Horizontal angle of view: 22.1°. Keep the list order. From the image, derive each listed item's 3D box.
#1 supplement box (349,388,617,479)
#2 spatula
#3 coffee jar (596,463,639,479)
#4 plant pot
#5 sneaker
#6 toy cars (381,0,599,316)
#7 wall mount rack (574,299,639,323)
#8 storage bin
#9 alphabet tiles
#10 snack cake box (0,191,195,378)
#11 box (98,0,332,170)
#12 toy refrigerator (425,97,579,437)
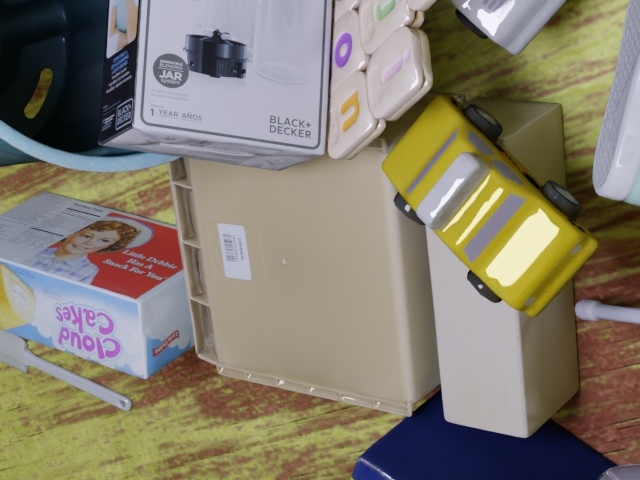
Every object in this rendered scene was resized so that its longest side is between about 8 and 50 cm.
[{"bbox_3d":[0.113,0.334,1.525,0.195,0.194,0.357,34,128,20],"label":"supplement box"},{"bbox_3d":[-0.309,0.093,1.847,0.242,0.019,0.168,20,121,29],"label":"spatula"},{"bbox_3d":[0.289,0.271,1.397,0.096,0.079,0.184,-1,135,19],"label":"coffee jar"},{"bbox_3d":[-0.271,-0.209,1.465,0.334,0.341,0.341,-9,106,56],"label":"plant pot"},{"bbox_3d":[0.309,-0.142,1.238,0.151,0.094,0.256,12,101,-7],"label":"sneaker"},{"bbox_3d":[0.111,-0.136,1.274,0.176,0.087,0.394,-8,79,31],"label":"toy cars"},{"bbox_3d":[0.352,0.121,1.287,0.304,0.130,0.350,-24,98,38],"label":"wall mount rack"},{"bbox_3d":[0.000,0.000,1.500,0.260,0.123,0.262,9,117,35],"label":"storage bin"},{"bbox_3d":[0.034,-0.214,1.312,0.278,0.021,0.284,-42,47,52],"label":"alphabet tiles"},{"bbox_3d":[-0.232,0.039,1.674,0.264,0.152,0.089,15,120,32],"label":"snack cake box"},{"bbox_3d":[-0.079,-0.213,1.329,0.087,0.169,0.290,166,108,-63],"label":"box"},{"bbox_3d":[0.151,0.022,1.408,0.094,0.102,0.270,8,116,34],"label":"toy refrigerator"}]
